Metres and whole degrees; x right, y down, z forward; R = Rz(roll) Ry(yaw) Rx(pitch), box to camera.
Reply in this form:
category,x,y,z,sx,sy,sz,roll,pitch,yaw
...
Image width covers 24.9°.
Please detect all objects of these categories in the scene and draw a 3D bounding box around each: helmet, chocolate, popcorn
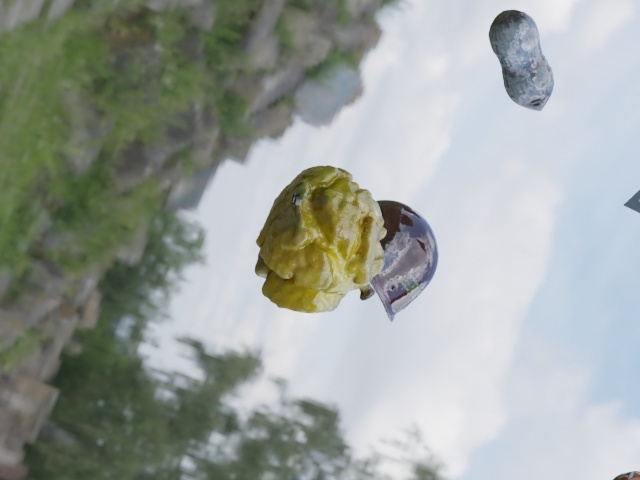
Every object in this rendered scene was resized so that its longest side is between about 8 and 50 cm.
category,x,y,z,sx,sy,sz,roll,pitch,yaw
helmet,0.086,0.004,1.778,0.106,0.175,0.155,-34,-127,6
chocolate,0.283,-0.252,2.034,0.167,0.072,0.072,61,33,-40
popcorn,0.000,0.000,1.553,0.148,0.152,0.167,-4,-125,45

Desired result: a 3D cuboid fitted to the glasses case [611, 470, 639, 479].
category,x,y,z,sx,sy,sz,roll,pitch,yaw
glasses case,0.384,0.422,1.911,0.267,0.103,0.067,-54,-172,-31

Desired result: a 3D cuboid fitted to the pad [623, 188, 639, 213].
category,x,y,z,sx,sy,sz,roll,pitch,yaw
pad,0.482,-0.038,1.750,0.127,0.190,0.004,-53,-162,48
